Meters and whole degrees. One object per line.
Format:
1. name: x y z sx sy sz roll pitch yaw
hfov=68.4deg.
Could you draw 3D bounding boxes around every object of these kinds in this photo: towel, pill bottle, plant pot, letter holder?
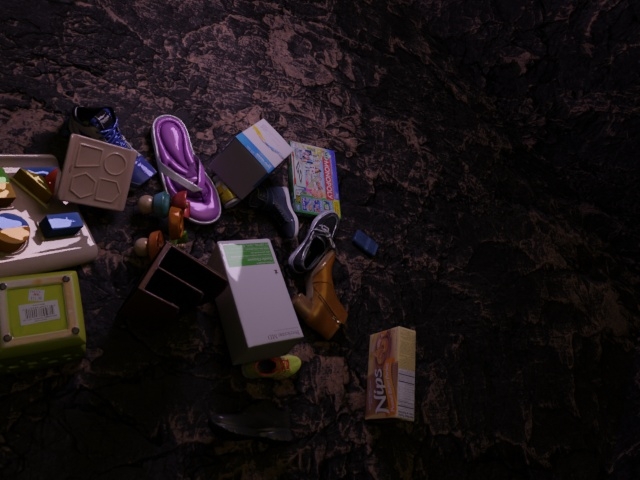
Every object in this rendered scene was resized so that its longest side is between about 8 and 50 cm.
1. towel: 0.186 0.013 1.962 0.119 0.029 0.067 37 55 -15
2. pill bottle: -0.340 -0.179 1.686 0.065 0.065 0.116 -26 85 -37
3. plant pot: -0.720 0.200 1.195 0.228 0.207 0.227 -5 72 -35
4. letter holder: -0.418 0.164 1.342 0.214 0.302 0.152 34 56 -17

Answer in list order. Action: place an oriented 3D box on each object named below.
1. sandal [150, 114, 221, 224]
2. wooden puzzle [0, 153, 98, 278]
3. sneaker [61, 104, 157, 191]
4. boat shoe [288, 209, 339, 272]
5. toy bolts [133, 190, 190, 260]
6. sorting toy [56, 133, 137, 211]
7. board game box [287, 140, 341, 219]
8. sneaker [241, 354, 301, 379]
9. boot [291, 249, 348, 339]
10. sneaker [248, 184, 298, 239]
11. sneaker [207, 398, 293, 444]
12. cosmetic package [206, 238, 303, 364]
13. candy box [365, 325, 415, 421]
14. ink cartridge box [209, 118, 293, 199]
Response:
1. sandal: -0.468 -0.245 1.598 0.169 0.102 0.416 -25 85 -26
2. wooden puzzle: -0.798 -0.084 1.279 0.322 0.080 0.348 -16 80 -59
3. sneaker: -0.659 -0.303 1.463 0.315 0.182 0.127 41 56 -11
4. boat shoe: -0.003 -0.003 1.778 0.306 0.105 0.113 -48 112 -31
5. toy bolts: -0.499 -0.064 1.455 0.158 0.218 0.229 0 61 -7
6. sorting toy: -0.657 -0.195 1.389 0.208 0.038 0.193 10 96 -52
7. board game box: -0.029 -0.239 1.923 0.213 0.046 0.317 6 67 -29
8. sneaker: -0.146 0.413 1.539 0.208 0.094 0.082 0 70 -33
9. boot: 0.030 0.202 1.749 0.211 0.104 0.295 43 59 -16
10. sneaker: -0.176 -0.104 1.736 0.163 0.086 0.226 3 58 -43
11. sneaker: -0.212 0.549 1.447 0.286 0.109 0.130 23 53 -34
12. cosmetic package: -0.218 0.189 1.507 0.197 0.155 0.366 -5 58 -34
13. candy box: 0.254 0.488 1.706 0.087 0.183 0.317 19 61 -24
14. ink cartridge box: -0.242 -0.296 1.694 0.168 0.171 0.233 46 35 -9
